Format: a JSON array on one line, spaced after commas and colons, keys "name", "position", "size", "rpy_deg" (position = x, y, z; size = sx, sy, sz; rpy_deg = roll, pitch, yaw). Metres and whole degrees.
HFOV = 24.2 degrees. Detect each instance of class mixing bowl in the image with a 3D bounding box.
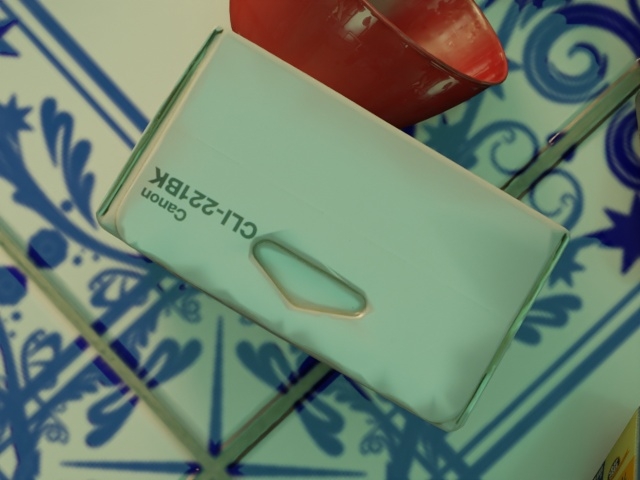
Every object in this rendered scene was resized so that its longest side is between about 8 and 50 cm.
[{"name": "mixing bowl", "position": [0.014, -0.127, 0.882], "size": [0.181, 0.181, 0.098], "rpy_deg": [45, 114, 0]}]

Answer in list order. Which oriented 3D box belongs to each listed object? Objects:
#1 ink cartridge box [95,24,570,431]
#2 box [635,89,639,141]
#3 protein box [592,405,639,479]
[{"name": "ink cartridge box", "position": [0.000, 0.000, 0.809], "size": [0.197, 0.273, 0.114], "rpy_deg": [30, 87, -2]}, {"name": "box", "position": [0.288, -0.047, 0.901], "size": [0.171, 0.091, 0.130], "rpy_deg": [1, 70, -3]}, {"name": "protein box", "position": [0.238, 0.232, 0.830], "size": [0.201, 0.200, 0.136], "rpy_deg": [20, 126, -1]}]
